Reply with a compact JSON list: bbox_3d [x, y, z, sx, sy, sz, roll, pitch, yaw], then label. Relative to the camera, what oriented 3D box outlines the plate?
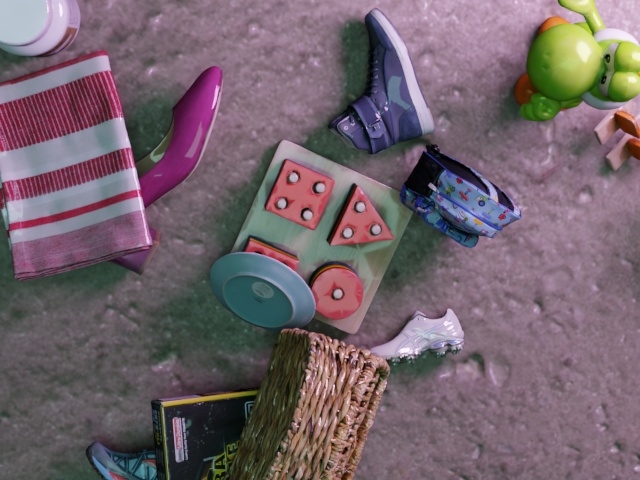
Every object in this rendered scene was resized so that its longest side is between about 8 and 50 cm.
[{"bbox_3d":[-0.100,0.093,1.854,0.188,0.024,0.188,14,138,13],"label":"plate"}]

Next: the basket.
[{"bbox_3d":[0.013,0.312,1.783,0.223,0.213,0.299,25,79,-18],"label":"basket"}]

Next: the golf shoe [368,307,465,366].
[{"bbox_3d":[0.159,0.167,1.937,0.176,0.069,0.086,-11,76,-4],"label":"golf shoe"}]

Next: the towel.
[{"bbox_3d":[-0.412,-0.117,1.788,0.237,0.037,0.329,-15,84,11],"label":"towel"}]

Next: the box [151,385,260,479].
[{"bbox_3d":[-0.139,0.411,1.874,0.257,0.079,0.322,-4,89,-23],"label":"box"}]

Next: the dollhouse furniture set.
[{"bbox_3d":[0.585,-0.086,1.834,0.135,0.262,0.259,-47,136,-7],"label":"dollhouse furniture set"}]

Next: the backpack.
[{"bbox_3d":[0.234,-0.058,1.826,0.158,0.173,0.117,28,98,-39],"label":"backpack"}]

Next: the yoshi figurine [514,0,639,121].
[{"bbox_3d":[0.378,-0.277,1.727,0.203,0.362,0.204,-27,100,1],"label":"yoshi figurine"}]

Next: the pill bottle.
[{"bbox_3d":[-0.448,-0.347,1.719,0.131,0.229,0.131,-1,99,-4],"label":"pill bottle"}]

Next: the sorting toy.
[{"bbox_3d":[0.000,0.000,1.876,0.255,0.089,0.257,24,95,-8],"label":"sorting toy"}]

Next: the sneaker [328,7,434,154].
[{"bbox_3d":[0.075,-0.253,1.847,0.163,0.086,0.226,-23,100,-4],"label":"sneaker"}]

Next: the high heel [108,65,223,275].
[{"bbox_3d":[-0.297,-0.134,1.812,0.181,0.127,0.377,25,97,-13],"label":"high heel"}]

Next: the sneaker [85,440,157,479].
[{"bbox_3d":[-0.272,0.389,1.921,0.261,0.104,0.125,29,84,-15],"label":"sneaker"}]
